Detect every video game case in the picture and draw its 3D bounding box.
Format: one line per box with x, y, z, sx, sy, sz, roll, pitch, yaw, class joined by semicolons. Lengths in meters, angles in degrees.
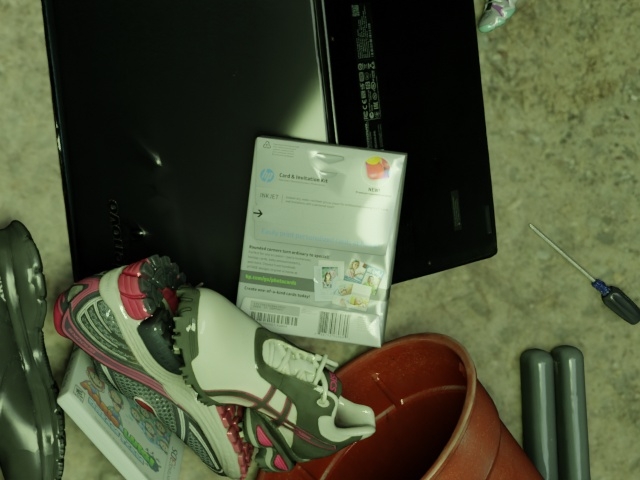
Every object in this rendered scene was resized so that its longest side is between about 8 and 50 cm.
-0.189;0.174;1.929;0.019;0.143;0.157;-35;108;15;video game case

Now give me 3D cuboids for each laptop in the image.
-0.041;-0.140;2.032;0.408;0.236;0.382;-13;100;-50;laptop

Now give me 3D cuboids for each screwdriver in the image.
0.287;0.038;2.176;0.170;0.024;0.025;36;51;-19;screwdriver

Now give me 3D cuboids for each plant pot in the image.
0.118;0.280;2.005;0.272;0.272;0.265;-49;116;-13;plant pot

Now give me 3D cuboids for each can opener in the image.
0.264;0.254;2.148;0.074;0.093;0.280;-4;90;-21;can opener

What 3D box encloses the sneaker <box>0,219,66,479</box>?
-0.313;0.129;1.903;0.130;0.109;0.286;-9;90;-12;sneaker

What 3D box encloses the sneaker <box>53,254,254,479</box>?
-0.146;0.125;1.938;0.121;0.112;0.299;-83;152;-44;sneaker

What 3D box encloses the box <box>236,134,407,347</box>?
0.000;0.000;1.914;0.145;0.038;0.186;7;98;5;box

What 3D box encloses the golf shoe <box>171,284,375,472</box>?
-0.047;0.118;1.875;0.273;0.120;0.105;51;34;-49;golf shoe

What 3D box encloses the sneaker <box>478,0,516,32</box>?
0.182;-0.271;2.108;0.069;0.038;0.098;46;67;-17;sneaker
